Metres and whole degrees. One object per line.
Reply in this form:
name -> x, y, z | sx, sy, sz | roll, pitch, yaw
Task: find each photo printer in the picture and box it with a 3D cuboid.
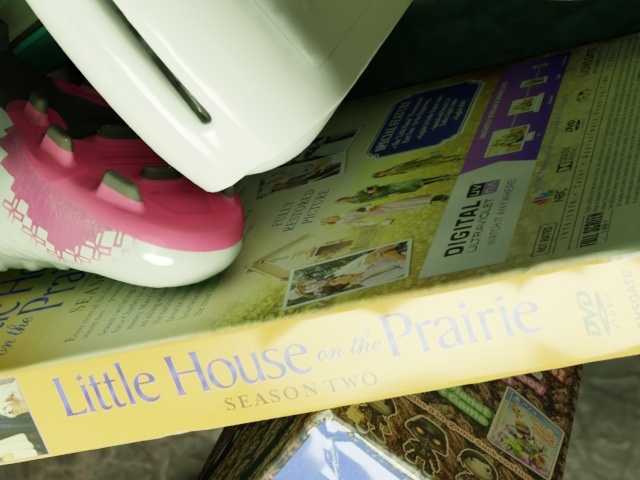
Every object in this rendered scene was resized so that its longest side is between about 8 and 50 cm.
photo printer -> -0.066, -0.174, 0.930 | 0.107, 0.307, 0.256 | -31, 103, 25

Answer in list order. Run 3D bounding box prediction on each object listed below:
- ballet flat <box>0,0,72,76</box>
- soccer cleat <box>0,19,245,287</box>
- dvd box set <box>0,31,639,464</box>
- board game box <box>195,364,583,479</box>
ballet flat -> -0.205, -0.122, 1.126 | 0.086, 0.086, 0.248 | 45, 118, -7
soccer cleat -> -0.166, -0.029, 0.997 | 0.331, 0.116, 0.143 | 33, 118, 38
dvd box set -> 0.000, 0.000, 0.992 | 0.420, 0.307, 0.062 | -12, 112, 20
board game box -> 0.026, 0.140, 1.054 | 0.141, 0.291, 0.232 | 36, 117, -5
